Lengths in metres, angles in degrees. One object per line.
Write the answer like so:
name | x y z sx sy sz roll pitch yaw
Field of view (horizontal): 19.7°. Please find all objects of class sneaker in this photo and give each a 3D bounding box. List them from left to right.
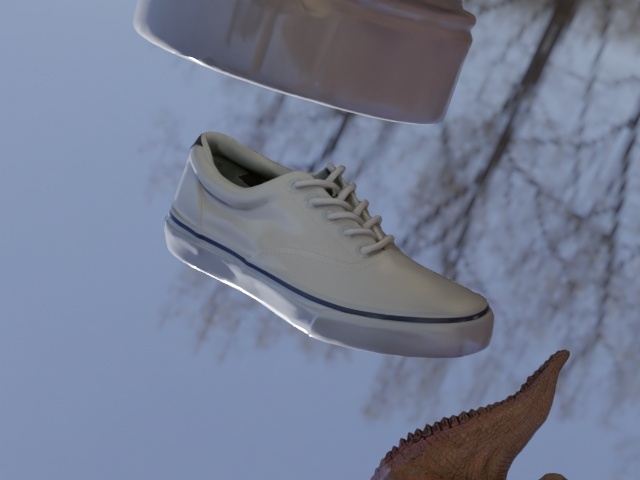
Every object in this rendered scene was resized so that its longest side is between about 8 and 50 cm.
sneaker | 0.000 0.000 1.186 0.258 0.091 0.094 22 -155 31

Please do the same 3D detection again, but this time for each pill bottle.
pill bottle | 0.040 -0.277 1.014 0.224 0.392 0.224 17 -168 -4

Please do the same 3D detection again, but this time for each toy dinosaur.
toy dinosaur | 0.060 0.199 1.157 0.200 0.295 0.127 18 -170 12
